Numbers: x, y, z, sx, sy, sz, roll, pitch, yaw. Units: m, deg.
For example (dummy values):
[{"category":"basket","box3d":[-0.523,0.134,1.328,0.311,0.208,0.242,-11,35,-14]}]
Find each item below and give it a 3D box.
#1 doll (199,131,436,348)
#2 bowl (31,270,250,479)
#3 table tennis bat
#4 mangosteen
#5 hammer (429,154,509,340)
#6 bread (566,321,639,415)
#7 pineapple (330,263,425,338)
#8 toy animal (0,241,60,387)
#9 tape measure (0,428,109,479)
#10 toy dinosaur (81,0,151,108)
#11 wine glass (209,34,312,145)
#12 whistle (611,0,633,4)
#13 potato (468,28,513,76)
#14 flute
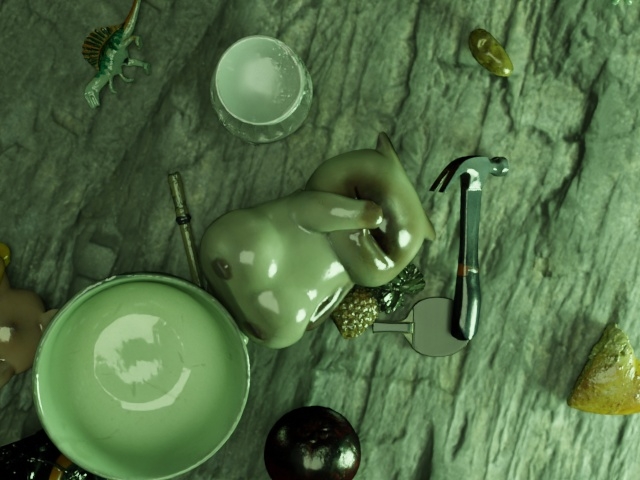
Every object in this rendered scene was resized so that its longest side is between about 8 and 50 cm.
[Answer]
[{"category":"doll","box3d":[-0.012,0.009,1.719,0.370,0.226,0.215,-30,93,0]},{"category":"bowl","box3d":[-0.264,0.190,1.710,0.307,0.163,0.307,-1,94,-11]},{"category":"table tennis bat","box3d":[0.160,0.136,1.833,0.158,0.014,0.095,1,92,-3]},{"category":"mangosteen","box3d":[-0.011,0.330,1.780,0.152,0.152,0.153,0,92,-1]},{"category":"hammer","box3d":[0.225,0.014,1.796,0.137,0.037,0.290,-1,97,-35]},{"category":"bread","box3d":[0.446,0.224,1.825,0.136,0.054,0.154,-30,89,3]},{"category":"pineapple","box3d":[0.089,0.089,1.806,0.159,0.074,0.074,-31,92,-6]},{"category":"toy animal","box3d":[-0.509,0.093,1.753,0.248,0.149,0.165,44,83,2]},{"category":"tape measure","box3d":[-0.382,0.379,1.733,0.135,0.202,0.223,-20,88,32]},{"category":"toy dinosaur","box3d":[-0.321,-0.300,1.800,0.106,0.044,0.187,-4,93,14]},{"category":"wine glass","box3d":[-0.091,-0.226,1.728,0.164,0.196,0.165,0,94,0]},{"category":"whistle","box3d":[0.430,-0.467,1.779,0.253,0.105,0.102,50,59,-9]},{"category":"potato","box3d":[0.261,-0.289,1.807,0.046,0.045,0.092,-38,89,-1]},{"category":"flute","box3d":[-0.205,0.007,1.815,0.027,0.027,0.233,-13,92,-1]}]
